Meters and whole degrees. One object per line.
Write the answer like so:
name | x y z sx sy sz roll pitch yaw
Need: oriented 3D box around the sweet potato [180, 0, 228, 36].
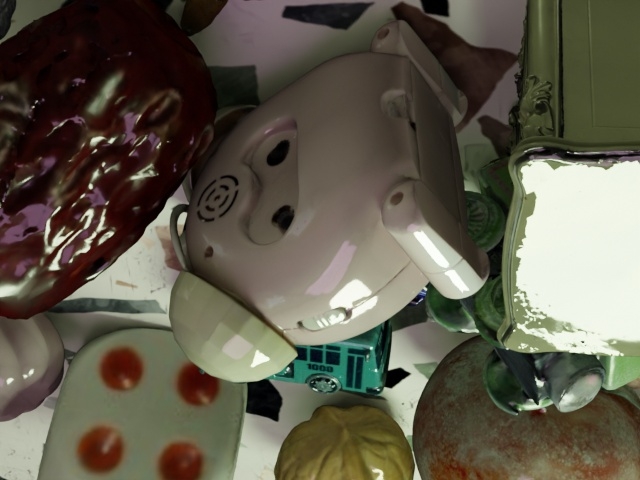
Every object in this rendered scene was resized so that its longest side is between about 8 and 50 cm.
sweet potato | -0.069 -0.267 1.160 0.075 0.075 0.269 33 140 -27

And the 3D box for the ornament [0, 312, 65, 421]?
ornament | -0.464 0.169 1.717 0.177 0.177 0.177 6 142 4

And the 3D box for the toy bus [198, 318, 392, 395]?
toy bus | -0.032 0.116 1.593 0.256 0.128 0.147 7 141 6

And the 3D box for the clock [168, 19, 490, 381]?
clock | -0.010 -0.036 1.235 0.326 0.342 0.184 -25 130 27

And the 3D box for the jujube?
jujube | -0.281 -0.084 1.219 0.376 0.258 0.258 -37 128 10

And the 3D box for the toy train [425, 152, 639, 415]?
toy train | 0.248 0.035 1.300 0.249 0.307 0.173 -26 139 -11

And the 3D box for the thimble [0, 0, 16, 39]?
thimble | -0.386 -0.251 1.185 0.150 0.150 0.098 2 140 9

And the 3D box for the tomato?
tomato | 0.277 0.262 1.564 0.316 0.317 0.282 19 109 -13

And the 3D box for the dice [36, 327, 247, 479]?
dice | -0.268 0.332 1.770 0.277 0.304 0.304 12 142 -2

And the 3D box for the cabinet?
cabinet | 0.283 -0.099 1.104 0.227 0.318 0.290 1 142 7

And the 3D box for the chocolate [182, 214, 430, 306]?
chocolate | 0.004 0.004 1.463 0.343 0.126 0.148 9 -179 -4

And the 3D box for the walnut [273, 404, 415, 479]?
walnut | 0.037 0.365 1.830 0.225 0.225 0.261 4 137 6
